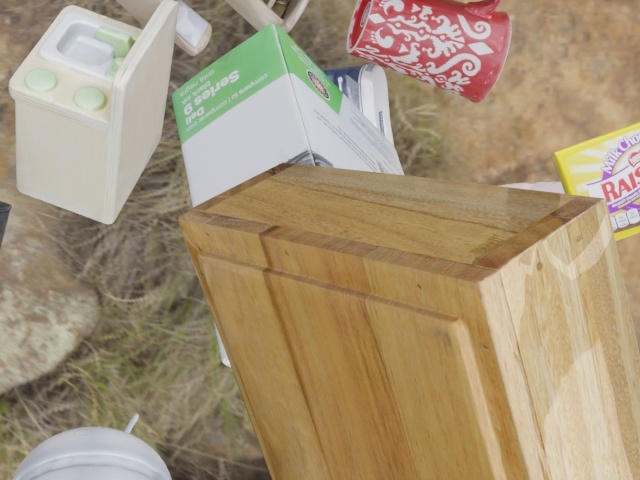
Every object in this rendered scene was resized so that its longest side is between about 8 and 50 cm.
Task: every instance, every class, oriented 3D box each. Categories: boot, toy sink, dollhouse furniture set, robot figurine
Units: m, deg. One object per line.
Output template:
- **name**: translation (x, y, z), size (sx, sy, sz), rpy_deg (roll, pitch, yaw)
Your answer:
- **boot**: translation (0.043, -0.129, 1.407), size (0.069, 0.086, 0.190), rpy_deg (-25, 115, -61)
- **toy sink**: translation (-0.256, -0.161, 1.231), size (0.131, 0.234, 0.153), rpy_deg (20, 52, 1)
- **dollhouse furniture set**: translation (-0.033, -0.370, 1.251), size (0.198, 0.303, 0.286), rpy_deg (39, 46, -20)
- **robot figurine**: translation (-0.272, 0.368, 1.298), size (0.299, 0.353, 0.200), rpy_deg (-12, 136, 4)

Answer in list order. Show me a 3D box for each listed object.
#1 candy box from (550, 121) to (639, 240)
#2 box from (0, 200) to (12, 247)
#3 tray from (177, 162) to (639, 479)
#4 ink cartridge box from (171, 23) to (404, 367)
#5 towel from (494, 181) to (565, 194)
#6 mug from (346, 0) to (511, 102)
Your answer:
- **candy box**: translation (0.343, -0.073, 1.093), size (0.205, 0.027, 0.105), rpy_deg (-20, 88, 3)
- **box**: translation (-0.462, 0.105, 1.157), size (0.296, 0.073, 0.293), rpy_deg (-70, 166, 15)
- **tray**: translation (0.072, 0.171, 0.519), size (0.076, 0.203, 0.411), rpy_deg (-30, 114, -29)
- **ink cartridge box**: translation (0.000, 0.000, 0.905), size (0.121, 0.289, 0.211), rpy_deg (-30, 138, 17)
- **towel**: translation (0.139, 0.073, 1.205), size (0.053, 0.331, 0.317), rpy_deg (68, 21, -49)
- **mug**: translation (0.130, -0.257, 1.302), size (0.169, 0.113, 0.150), rpy_deg (15, 98, -12)
